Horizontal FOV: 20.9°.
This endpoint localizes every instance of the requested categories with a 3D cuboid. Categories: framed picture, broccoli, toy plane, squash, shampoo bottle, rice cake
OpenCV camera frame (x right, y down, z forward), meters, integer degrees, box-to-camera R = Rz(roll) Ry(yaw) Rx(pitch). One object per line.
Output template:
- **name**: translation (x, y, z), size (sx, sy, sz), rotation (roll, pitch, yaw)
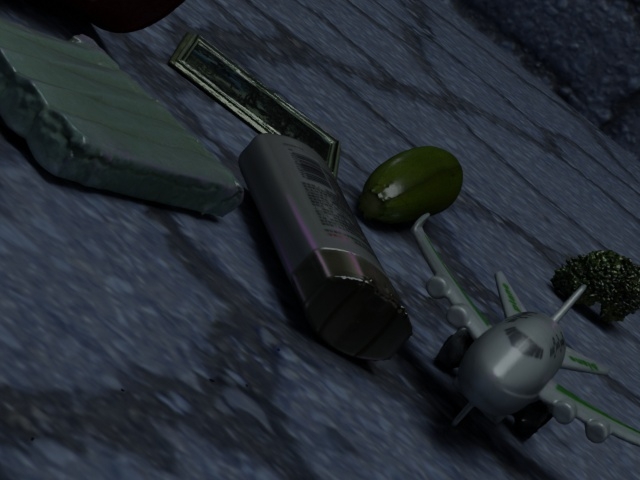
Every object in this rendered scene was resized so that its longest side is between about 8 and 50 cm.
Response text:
- **framed picture**: translation (-0.054, -0.122, 1.569), size (0.183, 0.011, 0.142), rotation (37, 15, -8)
- **broccoli**: translation (0.289, 0.049, 1.808), size (0.092, 0.097, 0.095), rotation (-15, -69, 56)
- **toy plane**: translation (0.139, 0.088, 1.242), size (0.251, 0.101, 0.255), rotation (42, 19, 9)
- **squash**: translation (0.080, -0.047, 1.576), size (0.066, 0.066, 0.201), rotation (42, 22, 9)
- **shampoo bottle**: translation (0.000, 0.000, 1.246), size (0.086, 0.056, 0.227), rotation (33, 16, -29)
- **rice cake**: translation (-0.160, -0.090, 1.166), size (0.189, 0.037, 0.198), rotation (44, 15, 19)

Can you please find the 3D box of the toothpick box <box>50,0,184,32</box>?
- **toothpick box**: translation (-0.242, -0.311, 1.305), size (0.333, 0.204, 0.204), rotation (25, 20, -42)
